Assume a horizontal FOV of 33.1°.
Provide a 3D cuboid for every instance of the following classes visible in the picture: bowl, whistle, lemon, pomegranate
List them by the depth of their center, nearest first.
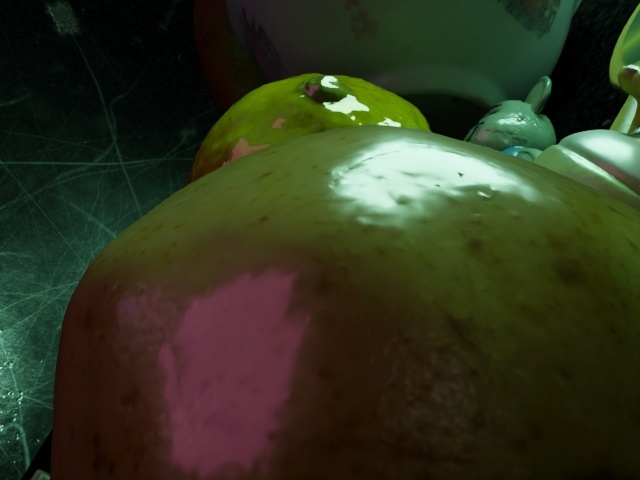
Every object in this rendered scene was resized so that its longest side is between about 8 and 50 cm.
[{"bbox_3d":[0.033,0.085,0.433,0.307,0.307,0.307,-50,14,17],"label":"pomegranate"},{"bbox_3d":[0.144,-0.039,0.841,0.114,0.077,0.236,-55,13,37],"label":"whistle"},{"bbox_3d":[0.000,0.000,0.867,0.233,0.233,0.288,-79,-6,-60],"label":"lemon"},{"bbox_3d":[0.083,-0.164,0.981,0.345,0.345,0.157,-38,47,50],"label":"bowl"}]

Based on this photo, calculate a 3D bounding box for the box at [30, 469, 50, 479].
[{"bbox_3d":[-0.222,0.376,0.783,0.365,0.204,0.051,-59,14,-16],"label":"box"}]

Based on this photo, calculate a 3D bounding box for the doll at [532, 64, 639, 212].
[{"bbox_3d":[0.127,0.036,0.614,0.296,0.117,0.141,-52,11,8],"label":"doll"}]

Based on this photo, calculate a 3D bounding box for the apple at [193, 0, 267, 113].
[{"bbox_3d":[0.017,-0.273,1.361,0.305,0.338,0.338,-40,0,-44],"label":"apple"}]

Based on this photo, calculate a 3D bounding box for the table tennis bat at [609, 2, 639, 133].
[{"bbox_3d":[0.265,-0.140,0.752,0.321,0.050,0.198,-56,15,-25],"label":"table tennis bat"}]
